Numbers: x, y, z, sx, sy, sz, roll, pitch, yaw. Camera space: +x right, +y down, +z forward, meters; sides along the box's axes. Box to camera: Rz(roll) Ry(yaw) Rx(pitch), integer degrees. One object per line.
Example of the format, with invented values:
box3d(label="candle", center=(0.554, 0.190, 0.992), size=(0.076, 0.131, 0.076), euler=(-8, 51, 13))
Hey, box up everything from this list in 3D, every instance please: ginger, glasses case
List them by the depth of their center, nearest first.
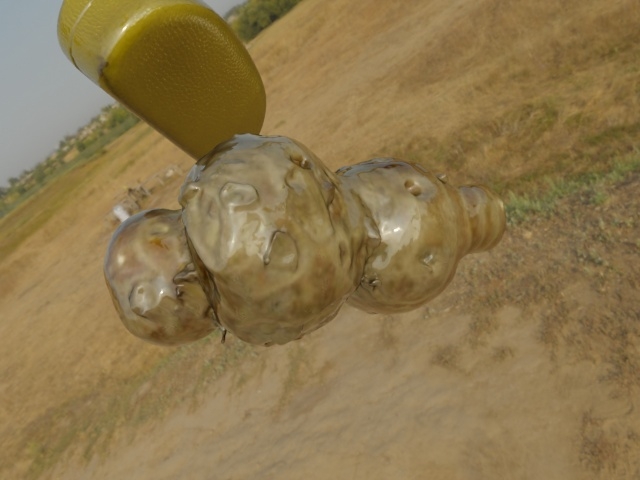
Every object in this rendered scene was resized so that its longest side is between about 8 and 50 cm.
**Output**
box3d(label="ginger", center=(0.000, 0.000, 0.486), size=(0.374, 0.177, 0.256), euler=(-8, -14, -23))
box3d(label="glasses case", center=(-0.196, -0.237, 0.733), size=(0.173, 0.141, 0.371), euler=(-49, -16, 0))
